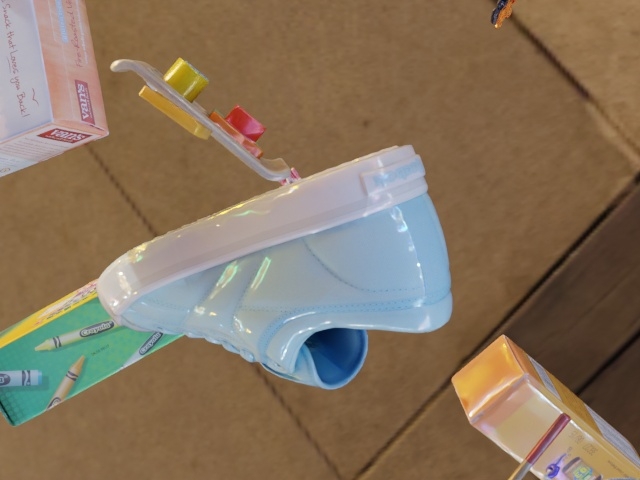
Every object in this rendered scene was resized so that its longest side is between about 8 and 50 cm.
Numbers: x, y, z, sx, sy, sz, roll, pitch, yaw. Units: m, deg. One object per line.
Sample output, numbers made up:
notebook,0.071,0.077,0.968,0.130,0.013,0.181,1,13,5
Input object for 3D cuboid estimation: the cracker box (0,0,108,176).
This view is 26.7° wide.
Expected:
cracker box,-0.271,-0.117,0.965,0.232,0.067,0.155,-17,77,27

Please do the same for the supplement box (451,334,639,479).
supplement box,0.239,0.197,1.363,0.078,0.233,0.080,-43,28,13

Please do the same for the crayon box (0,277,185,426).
crayon box,-0.220,0.084,1.423,0.081,0.278,0.165,63,170,-8

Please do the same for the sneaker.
sneaker,-0.046,0.049,0.999,0.366,0.135,0.150,-21,88,53

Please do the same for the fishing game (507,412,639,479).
fishing game,0.188,0.246,0.873,0.189,0.041,0.264,-54,48,16

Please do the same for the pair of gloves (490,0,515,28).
pair of gloves,0.178,-0.225,1.192,0.010,0.074,0.083,41,88,8

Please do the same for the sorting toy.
sorting toy,-0.109,-0.131,1.332,0.196,0.347,0.047,35,94,-8

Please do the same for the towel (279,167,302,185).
towel,0.000,0.000,1.865,0.029,0.144,0.197,-31,74,-8
